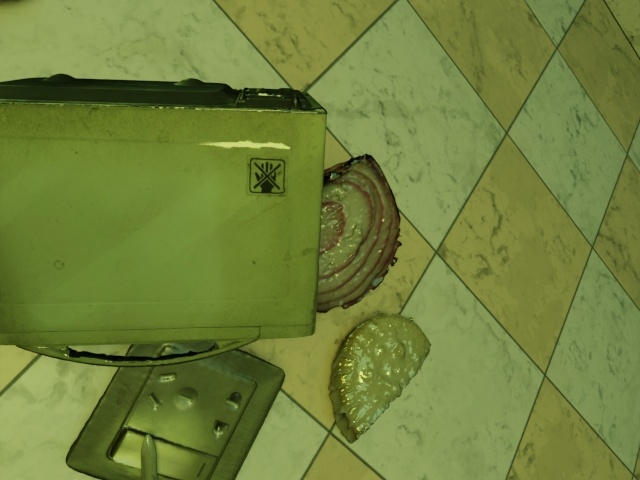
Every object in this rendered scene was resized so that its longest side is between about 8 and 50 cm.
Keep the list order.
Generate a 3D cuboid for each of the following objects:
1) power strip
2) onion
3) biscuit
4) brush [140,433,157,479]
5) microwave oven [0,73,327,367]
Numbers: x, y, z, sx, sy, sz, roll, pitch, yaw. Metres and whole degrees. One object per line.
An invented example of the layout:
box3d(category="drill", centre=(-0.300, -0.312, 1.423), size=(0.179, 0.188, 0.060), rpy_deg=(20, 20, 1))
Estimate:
box3d(category="power strip", centre=(-0.220, 0.273, 0.723), size=(0.256, 0.092, 0.251), rpy_deg=(32, 74, -22))
box3d(category="onion", centre=(0.000, 0.000, 0.884), size=(0.314, 0.146, 0.280), rpy_deg=(-32, 119, -16))
box3d(category="biscuit", centre=(0.111, 0.259, 0.924), size=(0.281, 0.084, 0.179), rpy_deg=(-45, 104, -28))
box3d(category="brush", centre=(-0.250, 0.424, 0.664), size=(0.038, 0.042, 0.300), rpy_deg=(-1, 97, -2))
box3d(category="microwave oven", centre=(-0.206, -0.042, 0.600), size=(0.393, 0.247, 0.334), rpy_deg=(0, 111, -8))
